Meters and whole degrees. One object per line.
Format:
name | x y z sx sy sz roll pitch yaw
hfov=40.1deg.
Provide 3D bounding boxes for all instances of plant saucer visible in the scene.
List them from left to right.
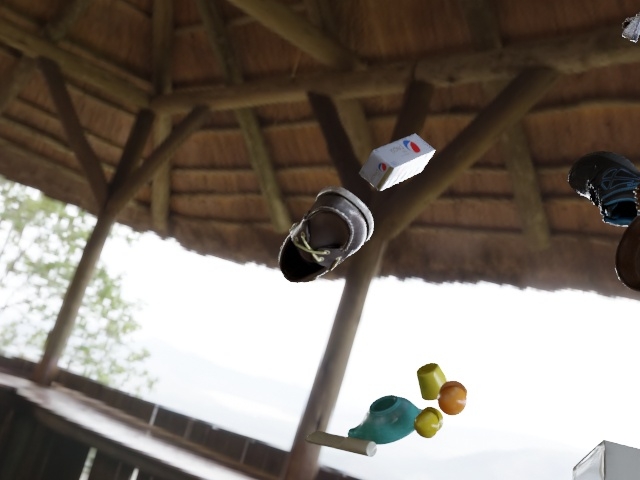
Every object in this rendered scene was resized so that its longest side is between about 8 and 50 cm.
plant saucer | 0.621 0.012 1.569 0.036 0.199 0.198 33 -17 -26

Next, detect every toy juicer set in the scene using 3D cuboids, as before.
toy juicer set | 0.156 0.374 1.757 0.209 0.329 0.090 20 -46 66

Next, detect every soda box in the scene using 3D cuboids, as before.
soda box | 0.182 -0.186 2.060 0.069 0.074 0.216 42 34 16

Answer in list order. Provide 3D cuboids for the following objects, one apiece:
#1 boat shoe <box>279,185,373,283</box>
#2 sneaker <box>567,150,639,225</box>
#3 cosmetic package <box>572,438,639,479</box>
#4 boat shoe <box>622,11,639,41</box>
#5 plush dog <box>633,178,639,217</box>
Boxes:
boat shoe | 0.000 0.000 1.539 0.116 0.097 0.324 43 -21 -1
sneaker | 0.677 -0.114 2.023 0.341 0.139 0.125 28 -34 60
cosmetic package | 0.657 0.493 1.678 0.309 0.113 0.160 15 -36 -2
boat shoe | 0.570 -0.394 1.602 0.035 0.100 0.035 22 -44 12
plush dog | 0.618 -0.114 1.444 0.210 0.263 0.225 1 29 -19
